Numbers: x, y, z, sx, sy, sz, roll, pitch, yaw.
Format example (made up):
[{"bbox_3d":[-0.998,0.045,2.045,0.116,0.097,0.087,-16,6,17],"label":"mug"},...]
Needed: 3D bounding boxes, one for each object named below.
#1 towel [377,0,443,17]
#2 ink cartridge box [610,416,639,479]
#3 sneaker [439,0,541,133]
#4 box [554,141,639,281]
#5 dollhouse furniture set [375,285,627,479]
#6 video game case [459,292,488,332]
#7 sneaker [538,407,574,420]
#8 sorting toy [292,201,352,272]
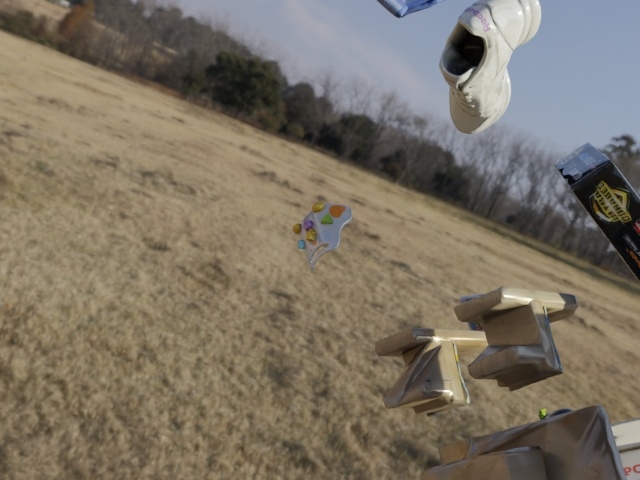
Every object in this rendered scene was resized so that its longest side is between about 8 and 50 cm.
[{"bbox_3d":[0.070,-0.460,1.109,0.285,0.034,0.209,47,41,5],"label":"towel"},{"bbox_3d":[0.348,0.353,0.886,0.353,0.207,0.119,62,15,-47],"label":"ink cartridge box"},{"bbox_3d":[0.232,-0.268,1.142,0.114,0.152,0.305,49,-21,23],"label":"sneaker"},{"bbox_3d":[0.349,-0.001,0.799,0.220,0.051,0.175,52,19,-4],"label":"box"},{"bbox_3d":[0.293,0.226,0.713,0.257,0.362,0.394,8,-28,-35],"label":"dollhouse furniture set"},{"bbox_3d":[0.358,0.148,1.502,0.122,0.087,0.011,-11,20,29],"label":"video game case"},{"bbox_3d":[0.450,0.400,1.259,0.084,0.234,0.097,-13,-16,-22],"label":"sneaker"},{"bbox_3d":[0.000,0.000,0.887,0.045,0.083,0.075,28,31,-27],"label":"sorting toy"}]
